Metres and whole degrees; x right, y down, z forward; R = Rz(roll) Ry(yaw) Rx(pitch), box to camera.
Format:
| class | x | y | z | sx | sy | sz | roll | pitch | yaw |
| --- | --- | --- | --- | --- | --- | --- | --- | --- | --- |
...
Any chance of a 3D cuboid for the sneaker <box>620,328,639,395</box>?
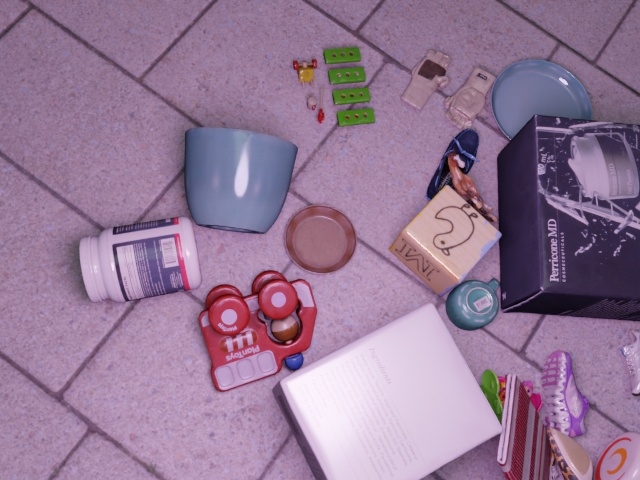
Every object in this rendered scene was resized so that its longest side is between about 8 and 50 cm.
| class | x | y | z | sx | sy | sz | roll | pitch | yaw |
| --- | --- | --- | --- | --- | --- | --- | --- | --- | --- |
| sneaker | 0.857 | 0.330 | 1.807 | 0.083 | 0.071 | 0.190 | 20 | 64 | 6 |

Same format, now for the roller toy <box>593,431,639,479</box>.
| class | x | y | z | sx | sy | sz | roll | pitch | yaw |
| --- | --- | --- | --- | --- | --- | --- | --- | --- | --- |
| roller toy | 0.797 | 0.589 | 1.649 | 0.146 | 0.209 | 0.191 | 33 | 53 | 3 |

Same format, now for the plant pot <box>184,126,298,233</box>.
| class | x | y | z | sx | sy | sz | roll | pitch | yaw |
| --- | --- | --- | --- | --- | --- | --- | --- | --- | --- |
| plant pot | -0.216 | -0.142 | 1.710 | 0.293 | 0.293 | 0.235 | 7 | 86 | -5 |

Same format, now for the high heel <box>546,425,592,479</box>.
| class | x | y | z | sx | sy | sz | roll | pitch | yaw |
| --- | --- | --- | --- | --- | --- | --- | --- | --- | --- |
| high heel | 0.610 | 0.612 | 1.660 | 0.093 | 0.186 | 0.261 | -11 | 57 | -37 |

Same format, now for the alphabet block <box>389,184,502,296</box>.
| class | x | y | z | sx | sy | sz | roll | pitch | yaw |
| --- | --- | --- | --- | --- | --- | --- | --- | --- | --- |
| alphabet block | 0.328 | 0.005 | 1.770 | 0.197 | 0.193 | 0.192 | 42 | 72 | 7 |

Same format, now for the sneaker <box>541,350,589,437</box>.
| class | x | y | z | sx | sy | sz | roll | pitch | yaw |
| --- | --- | --- | --- | --- | --- | --- | --- | --- | --- |
| sneaker | 0.652 | 0.410 | 1.745 | 0.105 | 0.095 | 0.236 | 4 | 79 | -11 |

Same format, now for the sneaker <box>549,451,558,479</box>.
| class | x | y | z | sx | sy | sz | roll | pitch | yaw |
| --- | --- | --- | --- | --- | --- | --- | --- | --- | --- |
| sneaker | 0.598 | 0.592 | 1.716 | 0.037 | 0.032 | 0.083 | 19 | 77 | -15 |

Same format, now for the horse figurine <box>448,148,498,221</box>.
| class | x | y | z | sx | sy | sz | roll | pitch | yaw |
| --- | --- | --- | --- | --- | --- | --- | --- | --- | --- |
| horse figurine | 0.413 | -0.119 | 1.811 | 0.066 | 0.263 | 0.174 | -37 | 59 | 6 |

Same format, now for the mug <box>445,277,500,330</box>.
| class | x | y | z | sx | sy | sz | roll | pitch | yaw |
| --- | --- | --- | --- | --- | --- | --- | --- | --- | --- |
| mug | 0.415 | 0.159 | 1.783 | 0.129 | 0.097 | 0.157 | 16 | 73 | -2 |

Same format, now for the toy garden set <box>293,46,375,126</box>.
| class | x | y | z | sx | sy | sz | roll | pitch | yaw |
| --- | --- | --- | --- | --- | --- | --- | --- | --- | --- |
| toy garden set | 0.035 | -0.440 | 1.944 | 0.204 | 0.049 | 0.244 | -8 | 76 | -11 |

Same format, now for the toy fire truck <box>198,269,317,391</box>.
| class | x | y | z | sx | sy | sz | roll | pitch | yaw |
| --- | --- | --- | --- | --- | --- | --- | --- | --- | --- |
| toy fire truck | -0.152 | 0.226 | 1.682 | 0.302 | 0.169 | 0.253 | -17 | 100 | -11 |

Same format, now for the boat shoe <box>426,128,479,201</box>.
| class | x | y | z | sx | sy | sz | roll | pitch | yaw |
| --- | --- | --- | --- | --- | --- | --- | --- | --- | --- |
| boat shoe | 0.396 | -0.215 | 1.895 | 0.109 | 0.089 | 0.258 | 25 | 73 | 1 |

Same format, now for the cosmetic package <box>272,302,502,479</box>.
| class | x | y | z | sx | sy | sz | roll | pitch | yaw |
| --- | --- | --- | --- | --- | --- | --- | --- | --- | --- |
| cosmetic package | 0.136 | 0.394 | 1.560 | 0.394 | 0.329 | 0.327 | -26 | 78 | -12 |

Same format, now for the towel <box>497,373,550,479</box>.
| class | x | y | z | sx | sy | sz | roll | pitch | yaw |
| --- | --- | --- | --- | --- | --- | --- | --- | --- | --- |
| towel | 0.481 | 0.498 | 1.563 | 0.037 | 0.329 | 0.237 | -9 | 43 | 31 |

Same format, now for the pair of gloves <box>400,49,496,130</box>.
| class | x | y | z | sx | sy | sz | roll | pitch | yaw |
| --- | --- | --- | --- | --- | --- | --- | --- | --- | --- |
| pair of gloves | 0.380 | -0.452 | 1.987 | 0.240 | 0.042 | 0.204 | 24 | 76 | 6 |

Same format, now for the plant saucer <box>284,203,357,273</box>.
| class | x | y | z | sx | sy | sz | roll | pitch | yaw |
| --- | --- | --- | --- | --- | --- | --- | --- | --- | --- |
| plant saucer | 0.000 | 0.000 | 1.814 | 0.199 | 0.036 | 0.198 | 2 | 73 | -6 |

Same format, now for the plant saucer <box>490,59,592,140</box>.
| class | x | y | z | sx | sy | sz | roll | pitch | yaw |
| --- | --- | --- | --- | --- | --- | --- | --- | --- | --- |
| plant saucer | 0.662 | -0.398 | 2.006 | 0.318 | 0.043 | 0.317 | 2 | 73 | -6 |

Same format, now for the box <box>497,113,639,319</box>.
| class | x | y | z | sx | sy | sz | roll | pitch | yaw |
| --- | --- | --- | --- | --- | --- | --- | --- | --- | --- |
| box | 0.749 | -0.045 | 1.776 | 0.472 | 0.297 | 0.479 | 4 | 73 | -4 |

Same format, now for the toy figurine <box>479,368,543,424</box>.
| class | x | y | z | sx | sy | sz | roll | pitch | yaw |
| --- | --- | --- | --- | --- | --- | --- | --- | --- | --- |
| toy figurine | 0.498 | 0.407 | 1.710 | 0.159 | 0.130 | 0.173 | -3 | 101 | -21 |

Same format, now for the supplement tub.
| class | x | y | z | sx | sy | sz | roll | pitch | yaw |
| --- | --- | --- | --- | --- | --- | --- | --- | --- | --- |
| supplement tub | -0.445 | 0.050 | 1.665 | 0.272 | 0.191 | 0.191 | -10 | 75 | -9 |
